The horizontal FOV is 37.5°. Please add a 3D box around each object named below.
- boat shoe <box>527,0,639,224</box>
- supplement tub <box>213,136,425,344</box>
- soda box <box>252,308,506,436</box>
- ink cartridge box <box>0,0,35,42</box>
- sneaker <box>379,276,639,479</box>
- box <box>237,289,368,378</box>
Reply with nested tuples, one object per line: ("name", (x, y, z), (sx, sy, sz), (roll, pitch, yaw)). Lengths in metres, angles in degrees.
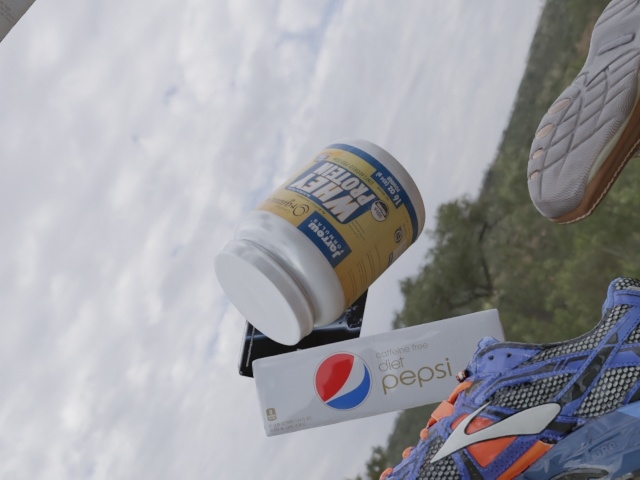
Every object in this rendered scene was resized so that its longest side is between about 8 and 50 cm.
("boat shoe", (0.323, -0.138, 0.970), (0.324, 0.116, 0.123), (-57, 21, -22))
("supplement tub", (0.000, 0.000, 0.996), (0.200, 0.144, 0.144), (-43, -23, -27))
("soda box", (0.055, 0.115, 0.822), (0.074, 0.216, 0.069), (42, -144, -80))
("ink cartridge box", (-0.299, -0.227, 0.858), (0.045, 0.145, 0.179), (39, -100, -35))
("sneaker", (0.083, 0.092, 0.443), (0.221, 0.087, 0.083), (-27, -20, 3))
("box", (-0.021, 0.097, 1.236), (0.077, 0.147, 0.180), (-169, 90, -83))
